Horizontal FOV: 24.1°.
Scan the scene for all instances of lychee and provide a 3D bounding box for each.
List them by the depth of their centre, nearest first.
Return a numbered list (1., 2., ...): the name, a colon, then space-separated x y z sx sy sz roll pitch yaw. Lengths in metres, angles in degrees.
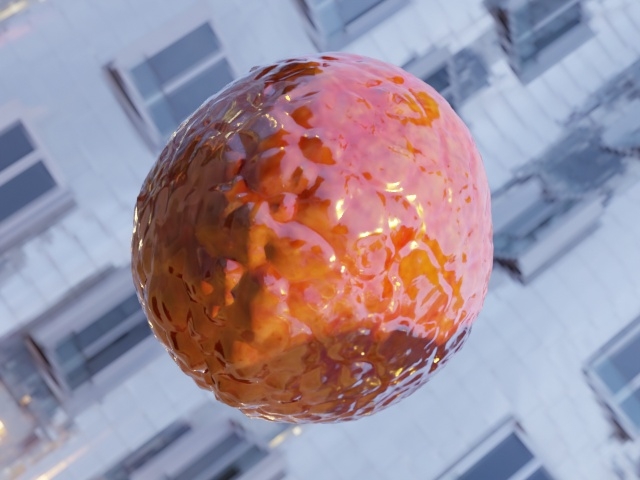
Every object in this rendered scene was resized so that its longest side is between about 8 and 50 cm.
1. lychee: 0.000 0.000 0.985 0.255 0.300 0.255 17 -60 32
